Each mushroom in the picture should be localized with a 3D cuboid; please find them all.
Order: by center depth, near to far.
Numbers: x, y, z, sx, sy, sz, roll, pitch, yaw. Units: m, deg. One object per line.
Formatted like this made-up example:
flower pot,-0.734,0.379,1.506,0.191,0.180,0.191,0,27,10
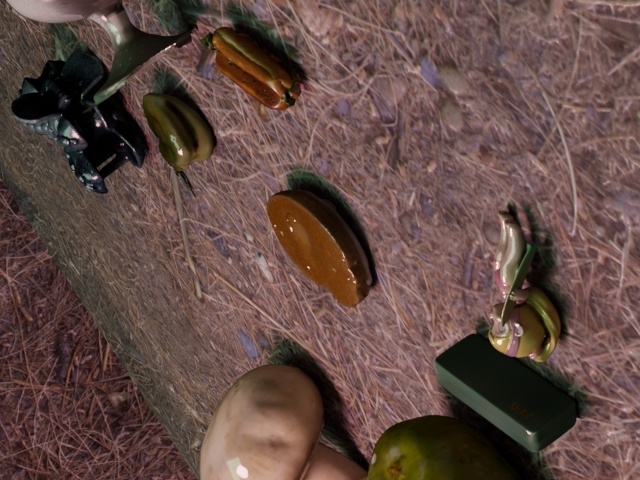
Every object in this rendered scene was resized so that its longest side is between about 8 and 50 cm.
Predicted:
mushroom,-0.056,0.405,2.151,0.336,0.314,0.314,29,163,-13

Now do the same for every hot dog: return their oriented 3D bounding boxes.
hot dog,-0.091,-0.237,1.540,0.188,0.055,0.072,42,151,35

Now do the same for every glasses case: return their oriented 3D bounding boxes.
glasses case,0.228,0.187,1.412,0.184,0.078,0.039,35,146,44

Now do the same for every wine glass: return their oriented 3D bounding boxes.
wine glass,-0.350,-0.381,1.665,0.323,0.238,0.238,57,159,-11

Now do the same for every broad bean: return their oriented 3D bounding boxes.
broad bean,-0.258,-0.187,1.950,0.207,0.072,0.153,21,132,58

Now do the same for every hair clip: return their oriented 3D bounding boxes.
hair clip,-0.482,-0.245,2.238,0.310,0.194,0.206,40,165,33

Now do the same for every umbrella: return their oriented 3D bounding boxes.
umbrella,-0.269,-0.131,2.134,0.022,0.013,0.122,-27,94,47

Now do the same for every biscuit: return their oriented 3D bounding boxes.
biscuit,0.000,0.000,1.683,0.208,0.049,0.181,36,151,42

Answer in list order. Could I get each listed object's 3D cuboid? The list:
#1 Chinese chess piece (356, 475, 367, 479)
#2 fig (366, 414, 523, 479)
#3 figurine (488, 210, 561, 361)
Chinese chess piece,0.067,0.561,1.939,0.140,0.338,0.338,41,161,-11
fig,0.220,0.377,1.609,0.314,0.233,0.233,14,160,-10
figurine,0.226,0.057,1.271,0.083,0.083,0.187,25,130,54
